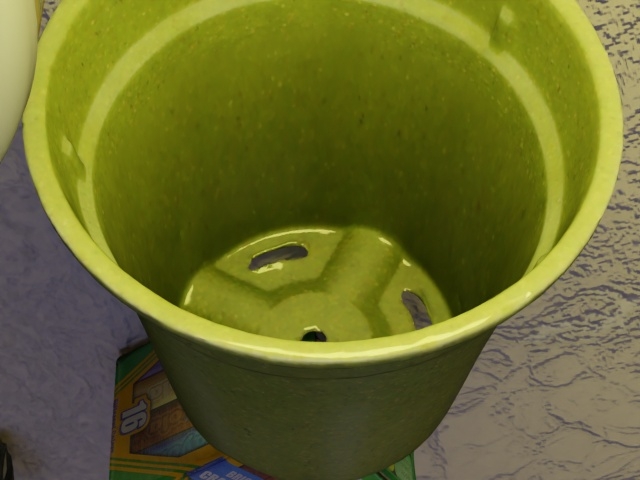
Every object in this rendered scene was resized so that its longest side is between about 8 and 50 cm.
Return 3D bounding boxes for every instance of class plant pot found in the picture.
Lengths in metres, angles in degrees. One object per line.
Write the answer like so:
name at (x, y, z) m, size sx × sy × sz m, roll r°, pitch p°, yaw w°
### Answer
plant pot at (0.000, 0.000, 0.742) m, size 0.276 × 0.276 × 0.254 m, roll -2°, pitch 148°, yaw -1°

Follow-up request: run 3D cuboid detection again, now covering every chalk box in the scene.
chalk box at (-0.018, 0.119, 0.928) m, size 0.213 × 0.132 × 0.132 m, roll -26°, pitch 132°, yaw 22°

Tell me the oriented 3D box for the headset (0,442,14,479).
headset at (-0.403, 0.265, 1.064) m, size 0.394 × 0.185 × 0.243 m, roll -12°, pitch 153°, yaw 23°

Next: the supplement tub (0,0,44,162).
supplement tub at (-0.218, -0.134, 0.514) m, size 0.241 × 0.331 × 0.241 m, roll -2°, pitch 136°, yaw -2°
